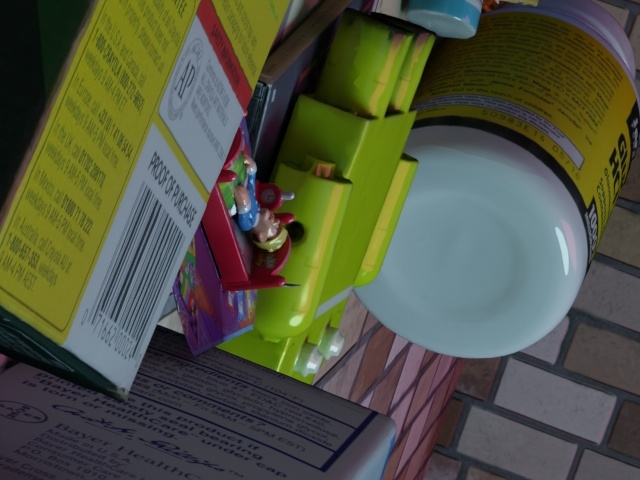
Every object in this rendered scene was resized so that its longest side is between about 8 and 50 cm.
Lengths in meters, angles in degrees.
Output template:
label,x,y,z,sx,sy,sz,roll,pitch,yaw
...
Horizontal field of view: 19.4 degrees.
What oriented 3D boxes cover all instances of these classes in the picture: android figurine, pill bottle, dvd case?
label,x,y,z,sx,sy,sz,roll,pitch,yaw
android figurine,0.000,0.000,1.098,0.248,0.056,0.273,-21,131,-78
pill bottle,0.148,-0.069,1.476,0.334,0.188,0.188,-57,164,-53
dvd case,-0.015,-0.059,1.099,0.221,0.018,0.164,-54,162,-59

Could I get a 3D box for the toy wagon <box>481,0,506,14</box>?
label,x,y,z,sx,sy,sz,roll,pitch,yaw
toy wagon,0.224,-0.346,1.685,0.267,0.068,0.344,60,51,-79

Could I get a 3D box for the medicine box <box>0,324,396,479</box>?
label,x,y,z,sx,sy,sz,roll,pitch,yaw
medicine box,-0.098,0.194,0.762,0.289,0.149,0.263,-27,137,-75

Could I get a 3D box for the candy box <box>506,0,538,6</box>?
label,x,y,z,sx,sy,sz,roll,pitch,yaw
candy box,0.072,-0.175,1.079,0.186,0.109,0.053,-21,130,-77

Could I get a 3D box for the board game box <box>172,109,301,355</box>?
label,x,y,z,sx,sy,sz,roll,pitch,yaw
board game box,-0.035,-0.019,0.872,0.168,0.033,0.133,-17,103,-78

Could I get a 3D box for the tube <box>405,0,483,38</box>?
label,x,y,z,sx,sy,sz,roll,pitch,yaw
tube,0.113,-0.250,1.355,0.080,0.052,0.207,108,-1,-79

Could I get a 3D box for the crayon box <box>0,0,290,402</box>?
label,x,y,z,sx,sy,sz,roll,pitch,yaw
crayon box,-0.051,-0.123,0.577,0.202,0.081,0.318,69,43,-76
